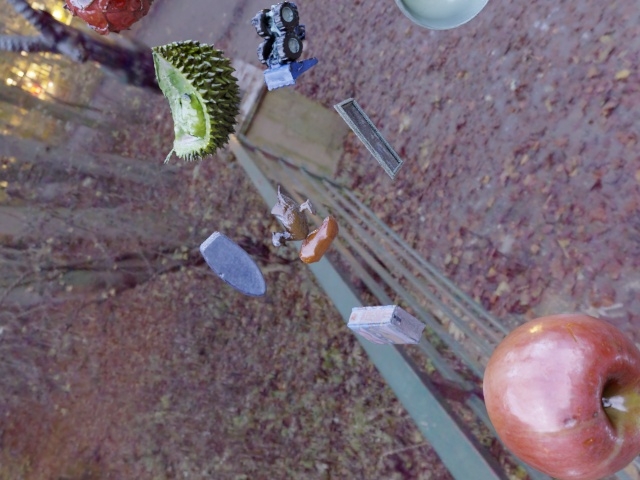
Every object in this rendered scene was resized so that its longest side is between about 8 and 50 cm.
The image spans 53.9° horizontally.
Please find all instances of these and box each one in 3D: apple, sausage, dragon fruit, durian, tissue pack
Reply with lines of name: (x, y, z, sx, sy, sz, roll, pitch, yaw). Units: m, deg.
apple: (0.540, 0.343, 1.412, 0.364, 0.363, 0.364, -42, 36, 41)
sausage: (0.000, 0.000, 2.045, 0.179, 0.089, 0.089, -52, 30, 23)
dragon fruit: (-0.541, -0.650, 1.577, 0.241, 0.252, 0.241, -33, 45, 42)
durian: (-0.272, -0.306, 1.424, 0.356, 0.169, 0.158, 100, -175, -55)
tissue pack: (0.159, 0.205, 1.534, 0.155, 0.115, 0.065, -10, 52, 50)

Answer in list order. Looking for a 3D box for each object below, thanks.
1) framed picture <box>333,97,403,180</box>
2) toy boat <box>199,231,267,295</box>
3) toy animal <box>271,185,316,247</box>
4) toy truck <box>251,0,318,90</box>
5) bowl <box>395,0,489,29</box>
framed picture: (0.103, -0.207, 1.254, 0.011, 0.183, 0.142, -37, 5, 23)
toy boat: (-0.288, 0.095, 2.172, 0.127, 0.283, 0.078, -47, 10, -12)
toy animal: (-0.109, -0.077, 2.007, 0.179, 0.188, 0.089, -34, 8, 13)
toy truck: (-0.090, -0.503, 1.638, 0.113, 0.126, 0.208, 2, 102, 45)
bowl: (0.342, -0.770, 1.810, 0.307, 0.307, 0.163, -58, 17, 19)
